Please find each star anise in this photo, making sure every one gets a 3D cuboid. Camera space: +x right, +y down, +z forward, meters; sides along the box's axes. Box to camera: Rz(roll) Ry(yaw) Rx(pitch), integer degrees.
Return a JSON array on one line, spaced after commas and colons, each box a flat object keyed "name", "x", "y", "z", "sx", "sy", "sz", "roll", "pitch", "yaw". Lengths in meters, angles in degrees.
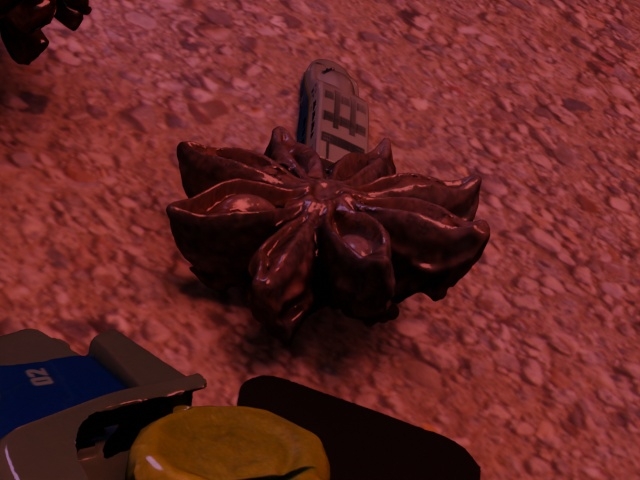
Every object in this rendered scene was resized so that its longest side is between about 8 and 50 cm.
[{"name": "star anise", "x": -0.001, "y": 0.000, "z": 1.231, "sx": 0.236, "sy": 0.109, "sz": 0.223, "roll": -16, "pitch": 37, "yaw": -41}]

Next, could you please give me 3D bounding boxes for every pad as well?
[{"name": "pad", "x": 0.023, "y": 0.189, "z": 1.072, "sx": 0.181, "sy": 0.004, "sz": 0.267, "roll": 21, "pitch": 33, "yaw": -10}]

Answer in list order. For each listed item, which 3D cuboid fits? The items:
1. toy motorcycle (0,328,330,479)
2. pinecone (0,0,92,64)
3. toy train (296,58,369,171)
[{"name": "toy motorcycle", "x": -0.145, "y": 0.149, "z": 0.871, "sx": 0.200, "sy": 0.191, "sz": 0.326, "roll": -11, "pitch": 28, "yaw": -34}, {"name": "pinecone", "x": -0.295, "y": -0.240, "z": 1.240, "sx": 0.296, "sy": 0.242, "sz": 0.298, "roll": 29, "pitch": 29, "yaw": -13}, {"name": "toy train", "x": 0.011, "y": -0.104, "z": 1.440, "sx": 0.052, "sy": 0.051, "sz": 0.234, "roll": 23, "pitch": 32, "yaw": -13}]
